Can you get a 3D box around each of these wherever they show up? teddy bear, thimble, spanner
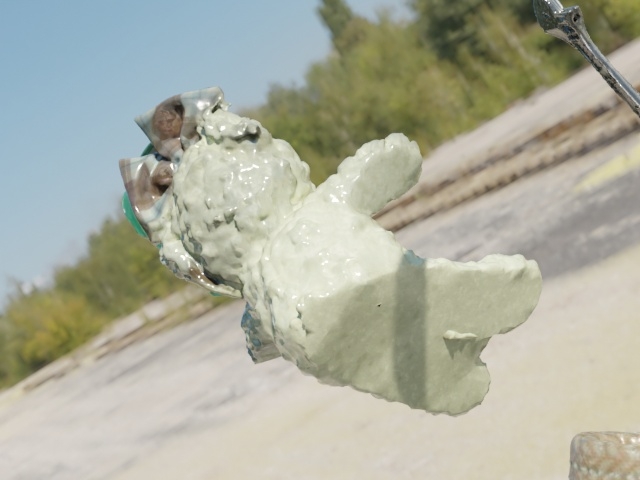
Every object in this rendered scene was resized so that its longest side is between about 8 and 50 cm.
[{"bbox_3d":[0.000,0.000,1.599,0.375,0.362,0.327,10,-63,-36],"label":"teddy bear"},{"bbox_3d":[0.460,0.345,1.928,0.229,0.148,0.196,2,1,12],"label":"thimble"},{"bbox_3d":[0.411,-0.236,1.971,0.026,0.325,0.093,-37,-9,-16],"label":"spanner"}]

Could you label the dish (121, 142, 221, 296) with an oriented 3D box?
[{"bbox_3d":[-0.149,-0.052,1.888,0.224,0.246,0.078,-19,3,3],"label":"dish"}]
